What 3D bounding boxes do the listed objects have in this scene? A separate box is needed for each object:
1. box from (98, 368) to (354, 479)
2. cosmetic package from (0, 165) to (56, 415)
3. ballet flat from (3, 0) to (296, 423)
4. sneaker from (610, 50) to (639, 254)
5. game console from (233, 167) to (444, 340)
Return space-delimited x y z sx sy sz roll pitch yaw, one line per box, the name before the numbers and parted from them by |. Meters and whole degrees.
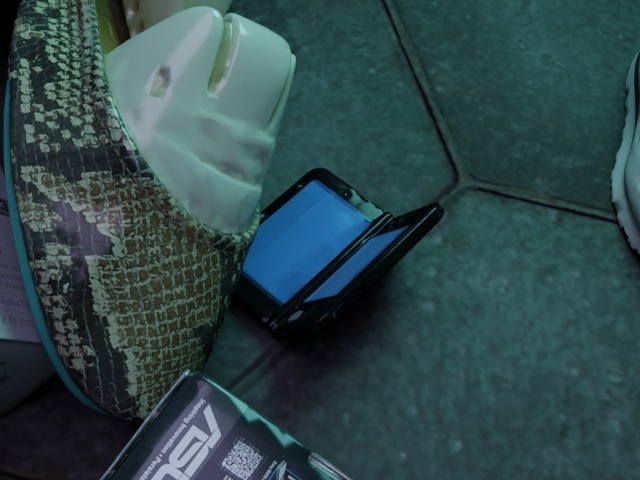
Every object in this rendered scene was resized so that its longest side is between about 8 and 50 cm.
box | -0.047 0.300 0.349 0.318 0.097 0.395 32 63 9
cosmetic package | -0.245 -0.012 0.507 0.085 0.117 0.231 -38 66 15
ballet flat | -0.110 -0.136 0.555 0.182 0.164 0.483 -30 56 21
sneaker | 0.265 -0.079 0.611 0.090 0.095 0.235 7 61 -2
game console | 0.000 0.000 0.560 0.122 0.107 0.071 -43 99 -24
